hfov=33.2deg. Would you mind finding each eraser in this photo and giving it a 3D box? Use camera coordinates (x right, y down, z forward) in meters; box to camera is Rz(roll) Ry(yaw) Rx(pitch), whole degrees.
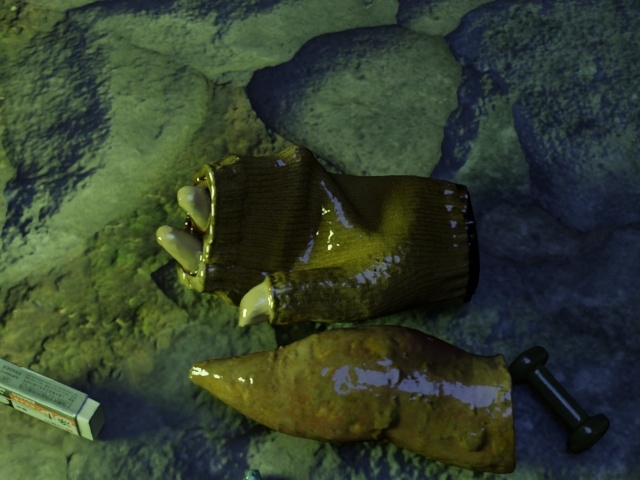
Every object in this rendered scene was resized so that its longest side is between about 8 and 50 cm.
[{"bbox_3d":[-0.277,0.159,1.074,0.122,0.052,0.029,20,58,8],"label":"eraser"}]

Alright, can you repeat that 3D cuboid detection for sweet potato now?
[{"bbox_3d":[0.036,0.143,1.077,0.337,0.131,0.131,11,57,0],"label":"sweet potato"}]

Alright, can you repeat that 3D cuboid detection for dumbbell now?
[{"bbox_3d":[0.249,0.166,1.128,0.052,0.046,0.118,-26,62,-26],"label":"dumbbell"}]

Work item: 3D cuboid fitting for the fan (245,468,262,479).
[{"bbox_3d":[-0.019,0.301,1.031,0.038,0.016,0.193,-24,63,-23],"label":"fan"}]

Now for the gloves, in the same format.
[{"bbox_3d":[0.002,0.007,1.141,0.356,0.155,0.203,5,62,-21],"label":"gloves"}]
